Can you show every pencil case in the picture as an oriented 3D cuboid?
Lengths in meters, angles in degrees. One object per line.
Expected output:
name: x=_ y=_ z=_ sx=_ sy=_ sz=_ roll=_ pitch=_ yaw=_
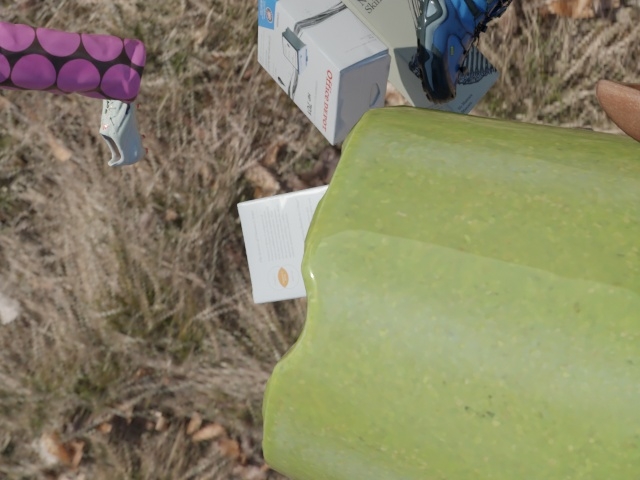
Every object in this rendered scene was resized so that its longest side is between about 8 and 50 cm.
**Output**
pencil case: x=-0.322 y=-0.213 z=1.190 sx=0.209 sy=0.098 sz=0.095 roll=5 pitch=97 yaw=-32

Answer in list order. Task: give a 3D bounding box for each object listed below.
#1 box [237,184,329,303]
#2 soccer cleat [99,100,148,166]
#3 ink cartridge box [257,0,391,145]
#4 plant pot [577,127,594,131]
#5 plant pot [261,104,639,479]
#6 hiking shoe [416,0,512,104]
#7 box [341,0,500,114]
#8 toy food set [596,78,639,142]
box: x=0.000 y=0.000 z=1.210 sx=0.170 sy=0.091 sz=0.130 roll=-9 pitch=91 yaw=28
soccer cleat: x=-0.363 y=-0.224 z=1.747 sx=0.068 sy=0.076 sz=0.196 roll=26 pitch=132 yaw=49
ink cartridge box: x=0.000 y=-0.241 z=1.280 sx=0.082 sy=0.190 sz=0.139 roll=-25 pitch=148 yaw=-21
plant pot: x=0.386 y=-0.112 z=1.490 sx=0.109 sy=0.109 sz=0.096 roll=-5 pitch=120 yaw=-4
plant pot: x=0.119 y=0.055 z=0.449 sx=0.254 sy=0.276 sz=0.276 roll=16 pitch=133 yaw=9
hiking shoe: x=0.210 y=-0.331 z=1.325 sx=0.132 sy=0.113 sz=0.304 roll=11 pitch=97 yaw=13
box: x=0.138 y=-0.309 z=1.511 sx=0.275 sy=0.113 sz=0.094 roll=43 pitch=166 yaw=-14
toy food set: x=0.154 y=-0.050 z=0.316 sx=0.128 sy=0.218 sz=0.071 roll=16 pitch=103 yaw=-26
